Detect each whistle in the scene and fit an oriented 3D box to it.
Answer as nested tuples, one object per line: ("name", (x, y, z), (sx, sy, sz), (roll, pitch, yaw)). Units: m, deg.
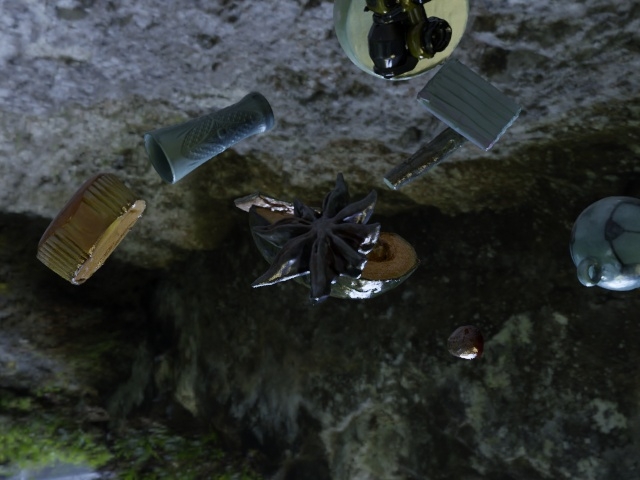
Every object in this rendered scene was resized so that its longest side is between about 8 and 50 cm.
("whistle", (0.501, -0.012, 1.083), (0.163, 0.289, 0.164), (38, -32, 30))

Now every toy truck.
("toy truck", (0.158, -0.462, 1.400), (0.147, 0.165, 0.224), (38, -23, 47))

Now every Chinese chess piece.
("Chinese chess piece", (0.204, -0.589, 1.727), (0.349, 0.349, 0.146), (-61, -153, 30))

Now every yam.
("yam", (0.261, -0.202, 1.508), (0.274, 0.061, 0.061), (-36, -136, -6))

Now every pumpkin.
("pumpkin", (0.011, 0.047, 1.058), (0.163, 0.278, 0.111), (-94, -163, -65))

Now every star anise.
("star anise", (-0.004, 0.001, 0.853), (0.205, 0.180, 0.061), (-103, 175, -46))

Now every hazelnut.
("hazelnut", (0.322, 0.228, 1.497), (0.086, 0.086, 0.087), (-9, -102, 54))

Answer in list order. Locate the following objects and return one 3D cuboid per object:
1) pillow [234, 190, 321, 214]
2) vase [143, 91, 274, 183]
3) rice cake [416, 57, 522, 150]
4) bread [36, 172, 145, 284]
("pillow", (-0.118, -0.090, 1.878), (0.126, 0.232, 0.043), (-8, -105, 49))
("vase", (-0.188, -0.187, 1.175), (0.096, 0.219, 0.096), (43, -30, 32))
("rice cake", (0.317, -0.292, 1.437), (0.198, 0.189, 0.037), (35, -35, 11))
("bread", (-0.601, -0.041, 1.743), (0.288, 0.156, 0.204), (-52, -178, 1))
